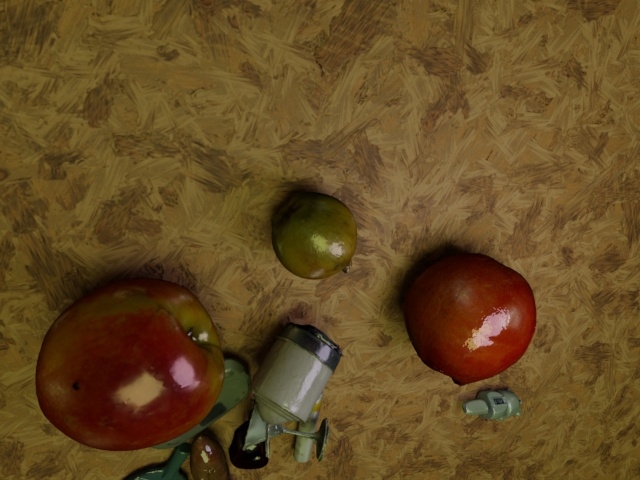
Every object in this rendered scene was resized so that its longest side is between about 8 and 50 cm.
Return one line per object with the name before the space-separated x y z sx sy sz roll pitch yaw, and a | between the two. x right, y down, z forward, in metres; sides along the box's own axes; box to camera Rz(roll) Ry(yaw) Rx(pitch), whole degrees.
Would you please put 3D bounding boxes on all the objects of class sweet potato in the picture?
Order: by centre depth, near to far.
sweet potato | -0.313 0.713 1.281 0.109 0.109 0.385 -19 122 -10

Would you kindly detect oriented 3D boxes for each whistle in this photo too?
whistle | 0.619 0.591 1.522 0.253 0.101 0.105 1 114 -20

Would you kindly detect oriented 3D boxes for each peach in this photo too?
peach | -0.415 0.273 0.936 0.388 0.388 0.388 -6 113 -15
peach | 0.413 0.216 1.201 0.373 0.290 0.372 -4 104 -18

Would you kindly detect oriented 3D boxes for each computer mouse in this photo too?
computer mouse | -0.350 0.436 1.162 0.331 0.095 0.197 -28 128 -15

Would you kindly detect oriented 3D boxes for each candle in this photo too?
candle | -0.088 0.388 1.116 0.187 0.187 0.330 44 65 -27

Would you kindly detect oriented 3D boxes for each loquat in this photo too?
loquat | 0.000 0.000 1.040 0.213 0.213 0.246 -47 117 4

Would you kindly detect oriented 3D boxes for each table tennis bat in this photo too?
table tennis bat | -0.486 0.740 1.271 0.215 0.044 0.329 30 102 -24

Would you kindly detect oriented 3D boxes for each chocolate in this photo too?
chocolate | -0.219 0.636 1.290 0.125 0.080 0.148 -20 117 -9

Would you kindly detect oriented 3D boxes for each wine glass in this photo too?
wine glass | -0.098 0.547 1.222 0.232 0.156 0.156 14 107 -5

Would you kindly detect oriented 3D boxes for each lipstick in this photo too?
lipstick | -0.040 0.576 1.333 0.059 0.059 0.264 3 111 -19
